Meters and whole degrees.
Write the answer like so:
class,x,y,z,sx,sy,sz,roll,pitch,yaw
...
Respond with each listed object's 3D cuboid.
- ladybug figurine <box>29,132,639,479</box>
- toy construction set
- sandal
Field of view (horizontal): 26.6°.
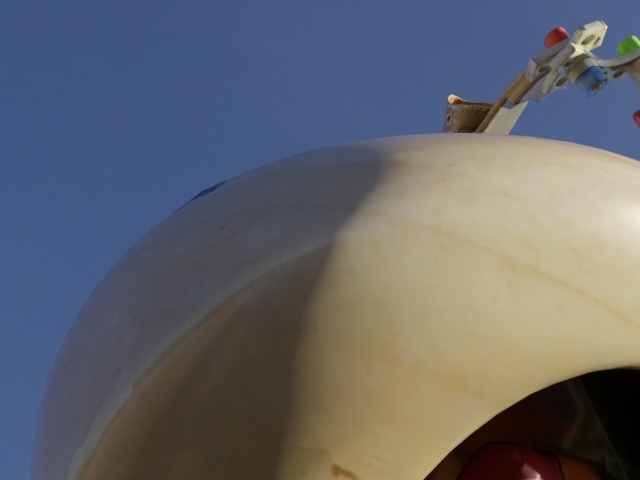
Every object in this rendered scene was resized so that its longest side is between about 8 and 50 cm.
class,x,y,z,sx,sy,sz,roll,pitch,yaw
ladybug figurine,0.064,0.111,0.551,0.305,0.162,0.449,-53,-48,1
toy construction set,0.383,-0.120,1.524,0.215,0.328,0.151,-35,-8,1
sandal,0.192,-0.156,1.646,0.088,0.079,0.240,-8,-33,-53
